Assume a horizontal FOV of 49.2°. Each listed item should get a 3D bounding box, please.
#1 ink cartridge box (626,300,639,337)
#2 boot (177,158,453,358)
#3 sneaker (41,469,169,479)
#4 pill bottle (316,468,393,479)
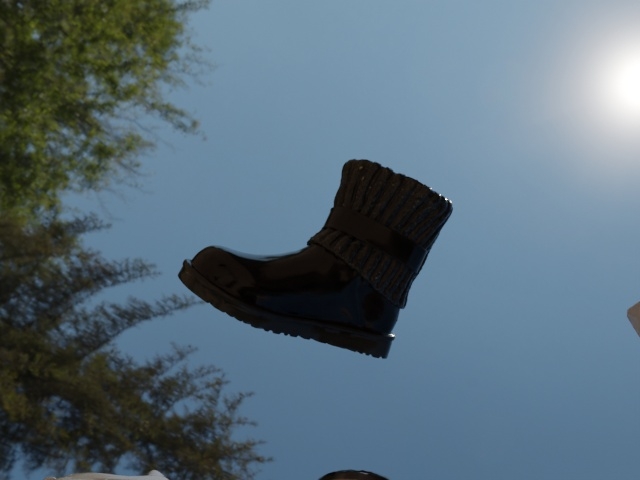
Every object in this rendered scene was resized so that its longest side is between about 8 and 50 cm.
[{"bbox_3d":[0.434,0.053,0.705,0.190,0.140,0.082,-21,-111,-11],"label":"ink cartridge box"},{"bbox_3d":[-0.001,-0.001,0.979,0.131,0.347,0.260,31,-79,64],"label":"boot"},{"bbox_3d":[-0.253,0.276,0.645,0.129,0.297,0.111,25,-78,55],"label":"sneaker"},{"bbox_3d":[0.007,0.283,0.506,0.122,0.123,0.219,-21,-166,27],"label":"pill bottle"}]
